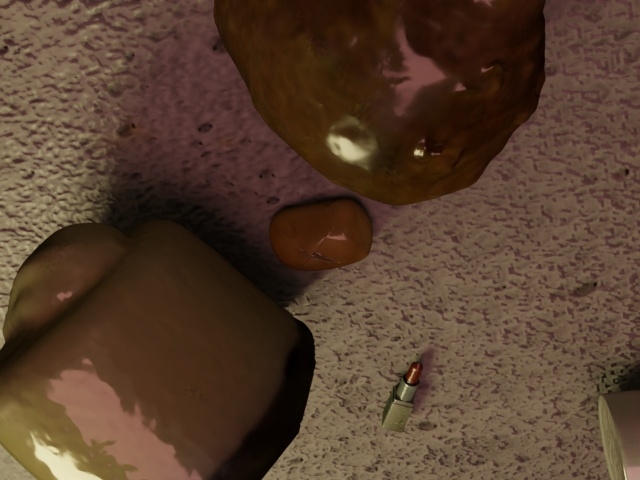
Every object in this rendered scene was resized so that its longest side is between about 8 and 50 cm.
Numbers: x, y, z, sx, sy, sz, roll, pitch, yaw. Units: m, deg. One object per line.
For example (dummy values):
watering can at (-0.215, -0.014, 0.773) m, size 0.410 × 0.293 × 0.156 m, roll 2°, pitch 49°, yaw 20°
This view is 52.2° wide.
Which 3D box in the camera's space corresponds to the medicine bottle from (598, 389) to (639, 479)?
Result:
medicine bottle at (0.485, 0.233, 0.742) m, size 0.292 × 0.170 × 0.170 m, roll -8°, pitch 124°, yaw 13°

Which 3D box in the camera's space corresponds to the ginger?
ginger at (0.040, -0.144, 0.517) m, size 0.269 × 0.223 × 0.201 m, roll 2°, pitch 134°, yaw 3°

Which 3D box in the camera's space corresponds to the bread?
bread at (0.000, 0.000, 0.723) m, size 0.115 × 0.056 × 0.082 m, roll -7°, pitch 123°, yaw 14°

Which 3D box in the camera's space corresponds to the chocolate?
chocolate at (-0.211, 0.140, 0.704) m, size 0.297 × 0.314 × 0.326 m, roll 37°, pitch 86°, yaw -18°

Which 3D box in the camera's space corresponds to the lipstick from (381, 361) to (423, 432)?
lipstick at (0.113, 0.203, 0.868) m, size 0.030 × 0.030 × 0.129 m, roll 15°, pitch 127°, yaw -1°
